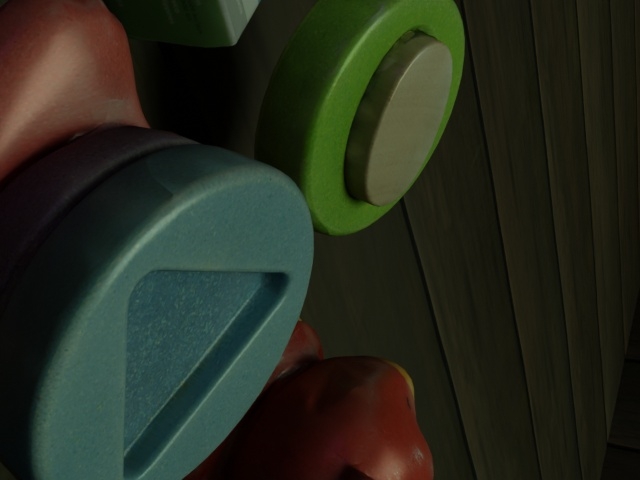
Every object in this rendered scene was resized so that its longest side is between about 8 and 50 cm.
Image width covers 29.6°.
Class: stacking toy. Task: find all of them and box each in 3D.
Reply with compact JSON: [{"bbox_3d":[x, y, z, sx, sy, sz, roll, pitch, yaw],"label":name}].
[{"bbox_3d":[0.000,0.000,0.485,0.279,0.130,0.309,-57,153,-7],"label":"stacking toy"}]

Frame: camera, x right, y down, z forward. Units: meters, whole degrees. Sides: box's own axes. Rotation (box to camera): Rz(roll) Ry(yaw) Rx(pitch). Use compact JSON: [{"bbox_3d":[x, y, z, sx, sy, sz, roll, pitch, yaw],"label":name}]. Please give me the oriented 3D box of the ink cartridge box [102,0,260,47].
[{"bbox_3d":[-0.039,-0.193,0.528,0.109,0.062,0.209,75,30,-46],"label":"ink cartridge box"}]
